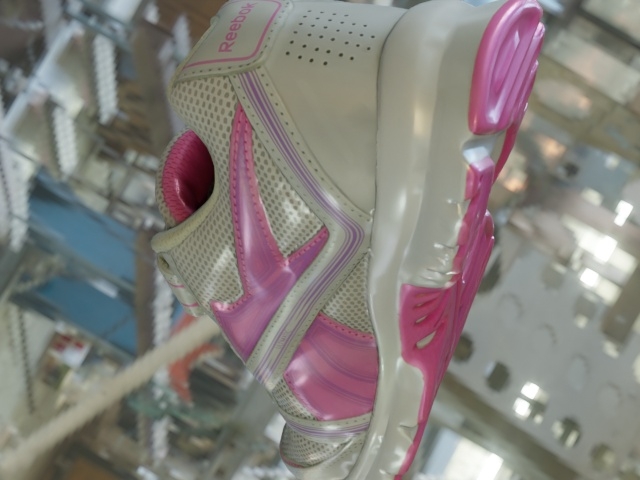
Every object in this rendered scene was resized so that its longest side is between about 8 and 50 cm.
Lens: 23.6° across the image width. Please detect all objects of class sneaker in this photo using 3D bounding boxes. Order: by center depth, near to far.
[{"bbox_3d":[0.000,0.000,0.534,0.252,0.111,0.103,97,14,-51],"label":"sneaker"}]
